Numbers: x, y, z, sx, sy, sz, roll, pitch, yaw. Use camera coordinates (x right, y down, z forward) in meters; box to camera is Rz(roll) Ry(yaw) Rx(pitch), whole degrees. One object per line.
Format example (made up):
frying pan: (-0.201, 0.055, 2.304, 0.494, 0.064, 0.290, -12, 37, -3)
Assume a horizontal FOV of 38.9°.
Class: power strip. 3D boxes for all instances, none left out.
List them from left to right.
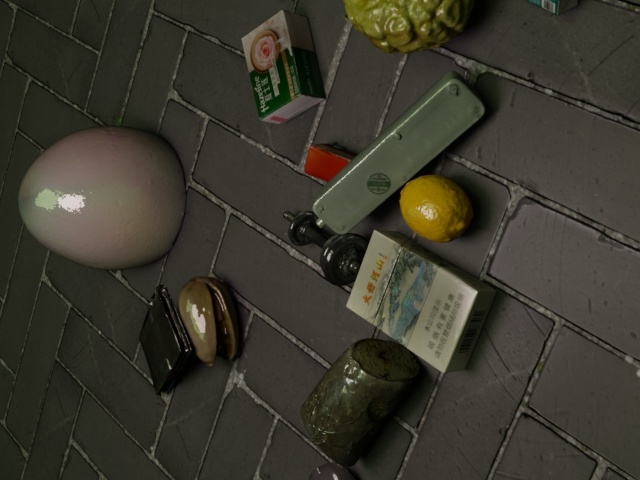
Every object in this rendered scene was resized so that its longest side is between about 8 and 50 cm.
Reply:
power strip: (0.128, -0.148, 1.645, 0.385, 0.091, 0.062, -41, 20, 23)

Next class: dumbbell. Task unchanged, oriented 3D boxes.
dumbbell: (0.000, 0.000, 1.805, 0.254, 0.110, 0.110, 36, 113, 43)

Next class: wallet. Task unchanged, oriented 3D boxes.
wallet: (-0.362, 0.235, 2.089, 0.169, 0.044, 0.317, 65, 153, 18)

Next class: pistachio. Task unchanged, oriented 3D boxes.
pistachio: (-0.251, 0.177, 2.014, 0.131, 0.129, 0.206, -22, 81, 57)

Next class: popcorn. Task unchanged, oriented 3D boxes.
popcorn: (0.155, -0.444, 1.618, 0.236, 0.251, 0.206, -8, 109, 9)

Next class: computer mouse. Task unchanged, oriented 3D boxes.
computer mouse: (0.053, 0.547, 1.767, 0.120, 0.057, 0.232, -44, 63, 33)

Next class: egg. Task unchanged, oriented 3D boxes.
egg: (-0.549, -0.104, 2.157, 0.354, 0.339, 0.355, 0, 90, 42)

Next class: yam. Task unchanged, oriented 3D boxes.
yam: (0.062, 0.300, 1.709, 0.154, 0.154, 0.254, 52, 124, 31)

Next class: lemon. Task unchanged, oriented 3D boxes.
lemon: (0.202, -0.060, 1.607, 0.155, 0.114, 0.114, 42, 116, 39)

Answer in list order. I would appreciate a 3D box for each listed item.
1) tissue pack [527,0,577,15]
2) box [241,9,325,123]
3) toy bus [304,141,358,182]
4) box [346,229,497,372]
tissue pack: (0.375, -0.436, 1.485, 0.111, 0.079, 0.085, 39, 150, 38)
box: (-0.079, -0.362, 1.901, 0.135, 0.081, 0.199, -25, 70, 40)
toy bus: (0.046, -0.138, 1.777, 0.174, 0.077, 0.079, 26, 107, 41)
box: (0.178, 0.106, 1.653, 0.256, 0.069, 0.164, 32, 110, 39)
